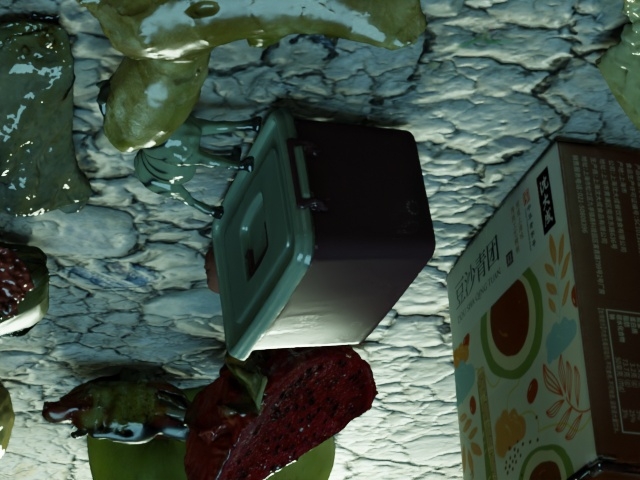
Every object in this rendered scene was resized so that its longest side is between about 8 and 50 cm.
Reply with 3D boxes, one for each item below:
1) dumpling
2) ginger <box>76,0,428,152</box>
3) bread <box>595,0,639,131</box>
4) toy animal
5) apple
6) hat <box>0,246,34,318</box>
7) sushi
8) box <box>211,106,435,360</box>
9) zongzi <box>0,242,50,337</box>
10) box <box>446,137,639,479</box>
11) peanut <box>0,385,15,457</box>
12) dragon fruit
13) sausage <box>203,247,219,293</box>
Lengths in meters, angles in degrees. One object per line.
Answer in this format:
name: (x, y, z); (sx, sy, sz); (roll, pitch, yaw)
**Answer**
dumpling: (-0.326, -0.105, 1.623); (0.166, 0.086, 0.332); (-3, 147, -4)
ginger: (-0.118, -0.235, 1.379); (0.348, 0.122, 0.363); (-22, 136, 16)
bread: (0.417, -0.176, 1.542); (0.211, 0.224, 0.183); (-35, 159, -31)
toy animal: (-0.159, -0.100, 1.656); (0.176, 0.073, 0.217); (11, 154, -11)
apple: (-0.181, 0.343, 2.440); (0.320, 0.312, 0.360); (-51, 146, -5)
hat: (-0.425, -0.022, 1.681); (0.286, 0.107, 0.236); (36, 155, 0)
sushi: (-0.276, 0.229, 2.213); (0.226, 0.097, 0.103); (4, -167, -19)
box: (0.000, 0.000, 1.727); (0.168, 0.193, 0.294); (3, 151, -19)
zongzi: (-0.441, 0.117, 1.806); (0.260, 0.289, 0.123); (8, 137, -15)
box: (0.267, 0.141, 1.785); (0.122, 0.385, 0.344); (7, 150, -16)
peanut: (-0.577, 0.311, 2.263); (0.387, 0.169, 0.192); (-31, 180, 34)
dragon fruit: (-0.074, 0.192, 2.124); (0.317, 0.152, 0.205); (-27, 143, -35)
sausage: (-0.064, 0.031, 1.903); (0.154, 0.062, 0.062); (-4, 151, 4)
